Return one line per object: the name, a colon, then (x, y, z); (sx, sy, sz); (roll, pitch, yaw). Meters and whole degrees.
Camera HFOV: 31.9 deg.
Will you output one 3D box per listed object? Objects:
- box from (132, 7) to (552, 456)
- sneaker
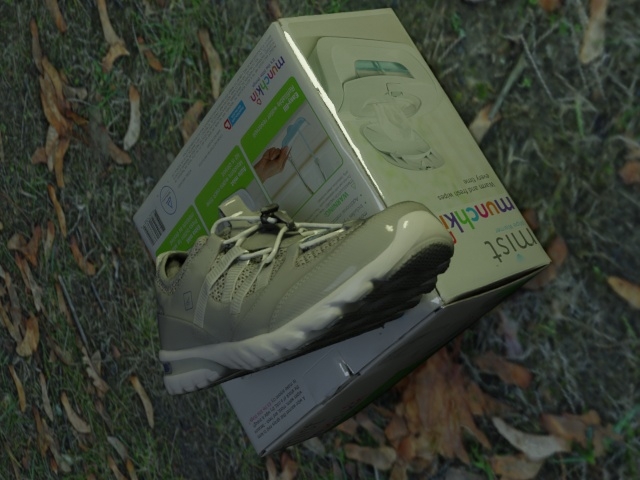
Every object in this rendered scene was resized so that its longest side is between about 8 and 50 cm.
box: (0.000, 0.000, 0.843); (0.231, 0.126, 0.262); (59, 137, 15)
sneaker: (-0.036, 0.021, 0.716); (0.281, 0.105, 0.115); (-25, 82, 46)
